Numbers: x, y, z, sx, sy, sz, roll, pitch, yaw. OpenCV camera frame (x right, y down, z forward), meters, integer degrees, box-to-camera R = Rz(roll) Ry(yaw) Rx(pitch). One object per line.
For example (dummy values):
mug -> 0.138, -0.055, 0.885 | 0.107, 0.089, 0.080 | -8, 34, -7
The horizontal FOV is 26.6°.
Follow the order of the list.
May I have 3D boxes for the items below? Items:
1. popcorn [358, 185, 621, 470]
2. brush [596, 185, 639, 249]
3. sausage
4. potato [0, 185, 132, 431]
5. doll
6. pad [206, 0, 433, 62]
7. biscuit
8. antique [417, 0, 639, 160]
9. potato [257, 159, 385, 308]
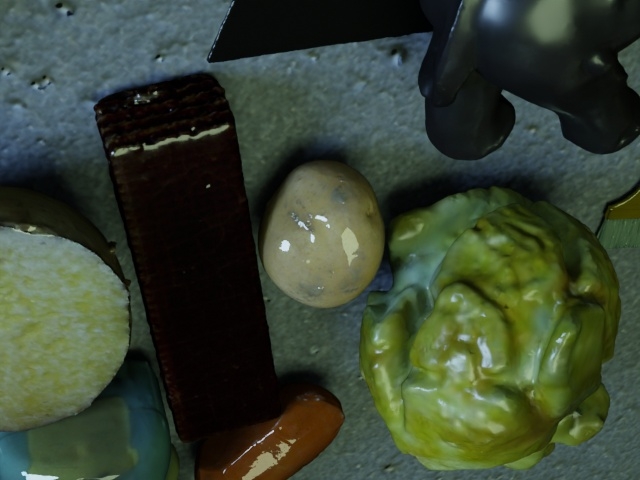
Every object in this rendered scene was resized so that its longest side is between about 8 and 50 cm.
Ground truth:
popcorn -> 0.159, 0.097, 1.241 | 0.276, 0.225, 0.276 | -28, 140, -27
brush -> 0.329, -0.071, 1.312 | 0.083, 0.011, 0.205 | -2, 130, -17
sausage -> -0.058, 0.206, 1.370 | 0.179, 0.089, 0.089 | -37, 133, 7
potato -> -0.277, 0.041, 1.122 | 0.239, 0.116, 0.299 | 5, 140, -16
doll -> -0.209, 0.258, 1.307 | 0.177, 0.161, 0.260 | -12, 132, -8
pad -> 0.054, -0.223, 0.975 | 0.300, 0.005, 0.202 | -18, 144, -49
biscuit -> -0.109, 0.028, 1.199 | 0.107, 0.073, 0.388 | -14, 133, -8
antique -> 0.200, -0.206, 0.985 | 0.322, 0.185, 0.255 | -44, 150, -9
potato -> 0.000, -0.003, 1.191 | 0.112, 0.112, 0.147 | -5, 125, -16
